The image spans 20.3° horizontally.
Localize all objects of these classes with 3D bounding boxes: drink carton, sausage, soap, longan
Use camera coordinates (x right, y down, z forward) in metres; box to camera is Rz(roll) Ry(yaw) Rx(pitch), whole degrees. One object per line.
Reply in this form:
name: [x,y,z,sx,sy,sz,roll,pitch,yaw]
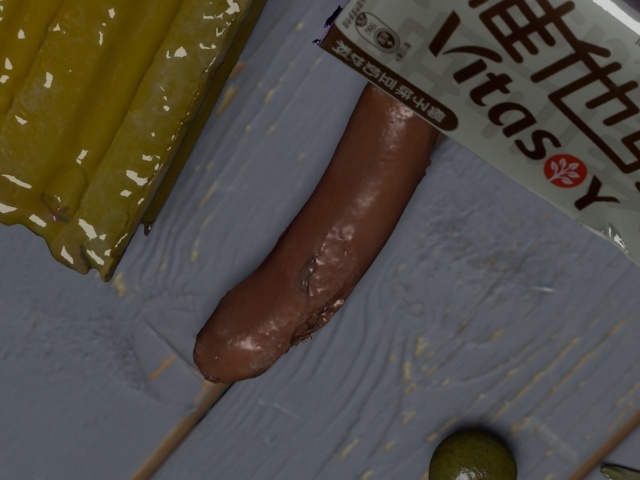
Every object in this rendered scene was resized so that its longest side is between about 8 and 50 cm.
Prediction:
drink carton: [0.183,-0.141,1.291,0.324,0.132,0.194,34,137,-3]
sausage: [0.002,0.000,1.447,0.087,0.079,0.327,29,116,-12]
soap: [-0.205,-0.185,1.379,0.293,0.156,0.335,30,115,3]
longan: [0.129,0.199,1.497,0.075,0.083,0.075,-14,136,-14]

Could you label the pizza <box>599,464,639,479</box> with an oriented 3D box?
pizza: [0.330,0.281,1.509,0.262,0.034,0.181,38,115,-4]
